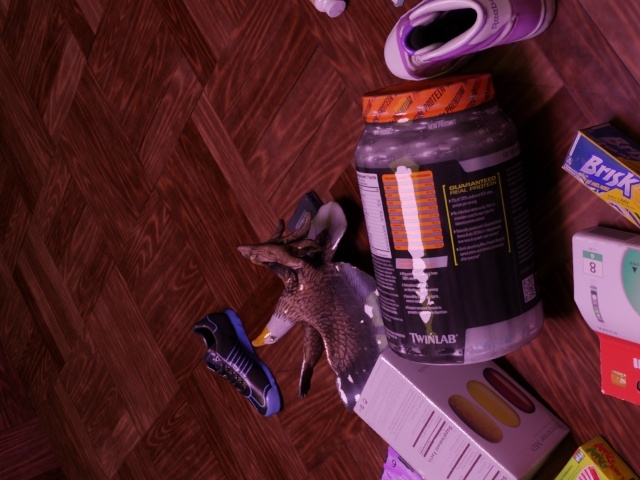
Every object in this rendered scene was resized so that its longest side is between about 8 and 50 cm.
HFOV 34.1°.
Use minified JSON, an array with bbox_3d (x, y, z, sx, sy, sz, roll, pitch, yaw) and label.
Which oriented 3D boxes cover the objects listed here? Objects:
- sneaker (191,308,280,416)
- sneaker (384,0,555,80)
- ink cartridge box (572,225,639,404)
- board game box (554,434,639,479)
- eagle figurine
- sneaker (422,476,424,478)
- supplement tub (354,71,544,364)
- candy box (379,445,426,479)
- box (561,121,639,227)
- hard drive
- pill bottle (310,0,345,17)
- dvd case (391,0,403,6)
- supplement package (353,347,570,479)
[{"bbox_3d":[-0.165,0.243,1.998,0.232,0.090,0.081,58,144,19],"label":"sneaker"},{"bbox_3d":[0.133,-0.257,1.288,0.282,0.161,0.102,-16,94,57],"label":"sneaker"},{"bbox_3d":[0.380,0.107,1.211,0.181,0.056,0.225,16,117,51],"label":"ink cartridge box"},{"bbox_3d":[0.347,0.348,1.377,0.092,0.043,0.181,51,141,28],"label":"board game box"},{"bbox_3d":[-0.005,0.113,1.624,0.225,0.226,0.298,-28,116,19],"label":"eagle figurine"},{"bbox_3d":[0.176,0.326,1.535,0.092,0.087,0.229,93,155,-47],"label":"sneaker"},{"bbox_3d":[0.159,-0.031,1.314,0.207,0.207,0.338,7,111,53],"label":"supplement tub"},{"bbox_3d":[0.166,0.431,1.645,0.165,0.070,0.196,41,135,36],"label":"candy box"},{"bbox_3d":[0.353,-0.062,1.159,0.169,0.059,0.054,45,136,33],"label":"box"},{"bbox_3d":[0.000,0.000,1.714,0.135,0.022,0.094,56,143,21],"label":"hard drive"},{"bbox_3d":[0.001,-0.363,1.520,0.083,0.043,0.043,52,141,26],"label":"pill bottle"},{"bbox_3d":[0.085,-0.388,1.419,0.119,0.013,0.087,51,141,28],"label":"dvd case"},{"bbox_3d":[0.191,0.246,1.435,0.244,0.139,0.134,41,137,21],"label":"supplement package"}]
